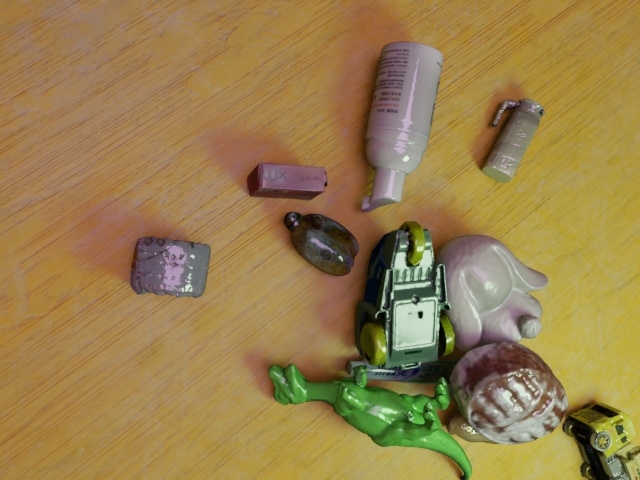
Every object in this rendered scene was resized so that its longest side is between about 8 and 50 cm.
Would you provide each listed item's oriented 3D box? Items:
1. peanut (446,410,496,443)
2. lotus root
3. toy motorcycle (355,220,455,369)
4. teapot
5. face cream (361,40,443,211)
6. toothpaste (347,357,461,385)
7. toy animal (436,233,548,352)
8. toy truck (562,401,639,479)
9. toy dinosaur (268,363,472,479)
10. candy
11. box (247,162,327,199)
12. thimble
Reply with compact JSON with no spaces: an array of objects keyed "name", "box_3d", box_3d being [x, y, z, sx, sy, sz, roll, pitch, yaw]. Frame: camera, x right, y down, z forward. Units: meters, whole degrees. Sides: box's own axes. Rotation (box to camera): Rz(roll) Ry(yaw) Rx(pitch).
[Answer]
[{"name":"peanut","box_3d":[0.386,0.448,1.418,0.175,0.080,0.080,9,89,-15]},{"name":"lotus root","box_3d":[0.000,0.000,1.294,0.192,0.088,0.113,34,66,-13]},{"name":"toy motorcycle","box_3d":[0.176,0.108,1.302,0.191,0.200,0.326,-4,103,-16]},{"name":"teapot","box_3d":[0.458,-0.252,1.430,0.107,0.077,0.200,28,83,5]},{"name":"face cream","box_3d":[0.174,-0.239,1.310,0.145,0.145,0.369,10,89,-16]},{"name":"toothpaste","box_3d":[0.205,0.307,1.381,0.297,0.048,0.074,7,89,-19]},{"name":"toy animal","box_3d":[0.377,0.106,1.344,0.272,0.206,0.265,-35,104,-10]},{"name":"toy truck","box_3d":[0.755,0.549,1.499,0.157,0.124,0.272,-25,98,-14]},{"name":"toy dinosaur","box_3d":[0.125,0.444,1.330,0.375,0.144,0.500,-8,127,18]},{"name":"candy","box_3d":[0.419,0.344,1.294,0.289,0.157,0.214,35,106,-31]},{"name":"box","box_3d":[-0.072,-0.125,1.259,0.156,0.111,0.060,3,82,-17]},{"name":"thimble","box_3d":[-0.304,0.056,1.186,0.151,0.127,0.117,7,87,-10]}]
